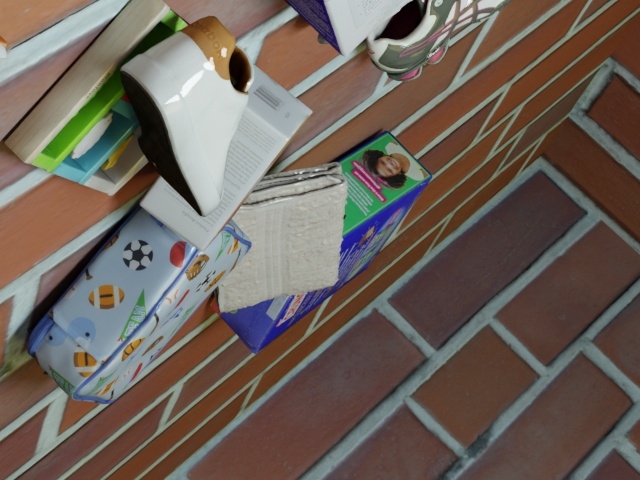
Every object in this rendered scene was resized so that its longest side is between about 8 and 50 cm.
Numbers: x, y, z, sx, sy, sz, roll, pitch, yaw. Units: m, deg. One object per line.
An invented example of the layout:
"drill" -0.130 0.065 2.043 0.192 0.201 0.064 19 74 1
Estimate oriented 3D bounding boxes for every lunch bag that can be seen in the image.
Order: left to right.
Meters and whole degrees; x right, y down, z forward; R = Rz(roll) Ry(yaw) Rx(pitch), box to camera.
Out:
"lunch bag" -0.223 0.072 1.778 0.303 0.115 0.243 -47 171 -1

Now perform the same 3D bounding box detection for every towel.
"towel" -0.058 0.003 1.990 0.187 0.049 0.282 -12 147 -10

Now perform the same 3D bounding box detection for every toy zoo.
"toy zoo" -0.182 -0.133 1.415 0.192 0.030 0.293 -47 169 4

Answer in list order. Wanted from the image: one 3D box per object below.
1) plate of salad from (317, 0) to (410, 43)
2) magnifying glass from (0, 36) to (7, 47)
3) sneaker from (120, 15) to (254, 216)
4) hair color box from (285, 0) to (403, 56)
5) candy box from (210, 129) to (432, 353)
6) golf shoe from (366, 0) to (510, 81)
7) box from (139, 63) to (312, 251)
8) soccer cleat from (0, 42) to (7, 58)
"plate of salad" 0.071 -0.294 1.630 0.200 0.048 0.200 -36 -162 14
"magnifying glass" -0.327 -0.074 1.119 0.231 0.026 0.092 -48 168 7
"sneaker" -0.107 -0.115 1.392 0.123 0.106 0.290 -41 166 -14
"hair color box" 0.037 -0.317 1.381 0.185 0.110 0.339 -44 170 -2
"candy box" 0.000 0.000 2.299 0.317 0.122 0.268 -36 165 -44
"golf shoe" 0.168 -0.321 1.858 0.273 0.105 0.120 -48 161 6
"box" -0.104 -0.093 1.610 0.170 0.091 0.130 -51 -177 23
"soccer cleat" -0.298 -0.074 1.060 0.196 0.068 0.076 -56 146 10
